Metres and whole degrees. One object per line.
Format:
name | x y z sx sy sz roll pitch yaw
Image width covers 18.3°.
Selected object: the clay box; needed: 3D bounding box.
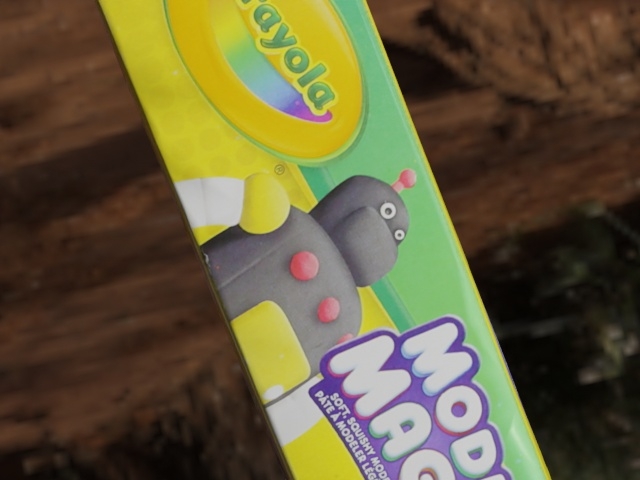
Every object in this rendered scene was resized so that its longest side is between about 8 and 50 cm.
clay box | 0.000 0.000 0.434 0.053 0.222 0.127 -21 -170 -2
